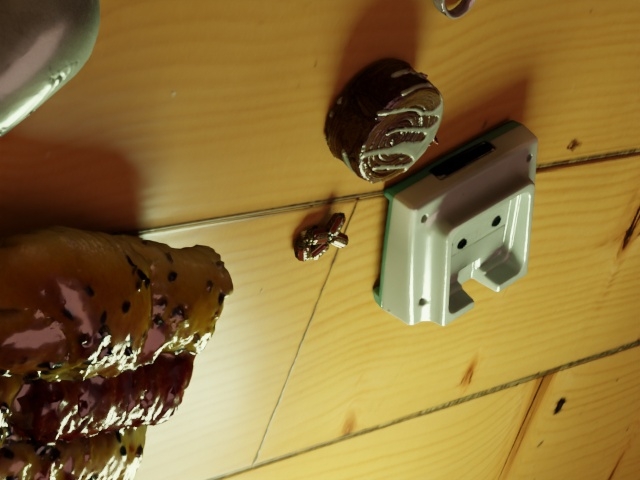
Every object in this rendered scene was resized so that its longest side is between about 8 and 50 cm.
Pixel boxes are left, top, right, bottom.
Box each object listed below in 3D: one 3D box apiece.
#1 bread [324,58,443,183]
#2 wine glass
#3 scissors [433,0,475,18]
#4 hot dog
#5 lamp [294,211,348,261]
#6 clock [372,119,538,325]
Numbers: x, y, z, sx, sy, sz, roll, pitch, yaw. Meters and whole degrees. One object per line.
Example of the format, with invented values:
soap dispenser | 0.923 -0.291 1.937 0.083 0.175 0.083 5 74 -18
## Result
bread | 0.086 -0.152 2.092 0.160 0.073 0.160 -32 143 -28
wine glass | -0.235 -0.244 1.533 0.321 0.143 0.143 -44 148 -10
scissors | 0.141 -0.340 2.006 0.242 0.030 0.118 3 119 -55
hot dog | -0.304 0.139 1.801 0.365 0.196 0.367 21 103 -54
lamp | 0.000 0.000 2.185 0.083 0.031 0.063 -33 143 -20
clock | 0.211 -0.017 2.353 0.262 0.116 0.231 -30 142 -32
